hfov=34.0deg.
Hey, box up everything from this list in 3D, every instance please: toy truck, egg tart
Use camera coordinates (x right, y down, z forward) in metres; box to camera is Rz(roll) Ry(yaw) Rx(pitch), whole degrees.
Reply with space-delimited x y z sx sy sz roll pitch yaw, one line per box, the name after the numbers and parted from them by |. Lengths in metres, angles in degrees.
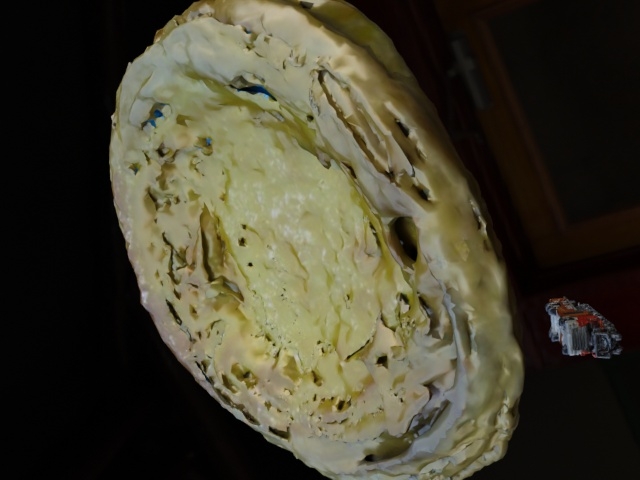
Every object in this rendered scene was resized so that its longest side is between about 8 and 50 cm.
0.148 0.050 0.596 0.083 0.032 0.024 -62 -31 -83 | toy truck
0.000 0.000 0.548 0.107 0.291 0.290 -26 -80 -37 | egg tart
